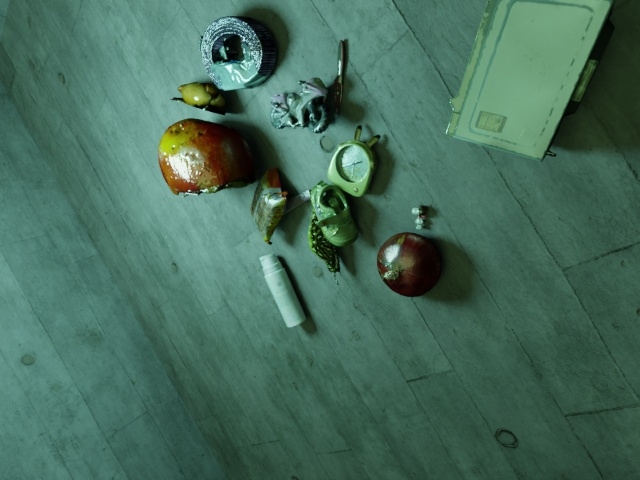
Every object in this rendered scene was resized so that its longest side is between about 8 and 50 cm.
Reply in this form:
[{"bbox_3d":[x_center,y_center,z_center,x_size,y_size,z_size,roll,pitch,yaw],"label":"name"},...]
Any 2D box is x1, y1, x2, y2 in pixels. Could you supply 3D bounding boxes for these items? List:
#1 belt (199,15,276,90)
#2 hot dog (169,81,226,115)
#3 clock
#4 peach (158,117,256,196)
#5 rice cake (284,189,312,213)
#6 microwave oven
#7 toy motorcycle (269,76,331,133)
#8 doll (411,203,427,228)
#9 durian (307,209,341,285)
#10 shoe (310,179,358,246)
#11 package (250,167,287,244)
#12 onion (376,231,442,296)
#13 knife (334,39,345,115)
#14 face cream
[{"bbox_3d":[-0.321,-0.723,1.554,0.325,0.122,0.259,8,117,31],"label":"belt"},{"bbox_3d":[-0.520,-0.621,1.697,0.326,0.194,0.107,24,107,29],"label":"hot dog"},{"bbox_3d":[0.131,-0.286,1.436,0.170,0.069,0.231,34,122,21],"label":"clock"},{"bbox_3d":[-0.471,-0.324,1.676,0.417,0.339,0.353,38,125,12],"label":"peach"},{"bbox_3d":[-0.104,-0.157,1.669,0.207,0.036,0.047,-23,77,39],"label":"rice cake"},{"bbox_3d":[0.521,-0.415,1.017,0.287,0.219,0.354,24,119,25],"label":"microwave oven"},{"bbox_3d":[-0.076,-0.497,1.468,0.327,0.143,0.187,22,111,44],"label":"toy motorcycle"},{"bbox_3d":[0.345,-0.081,1.381,0.058,0.040,0.085,-15,94,51],"label":"doll"},{"bbox_3d":[0.007,-0.001,1.589,0.107,0.132,0.374,-12,97,-5],"label":"durian"},{"bbox_3d":[0.045,-0.097,1.499,0.140,0.128,0.262,-26,88,-3],"label":"shoe"},{"bbox_3d":[-0.228,-0.150,1.694,0.288,0.109,0.223,-60,41,33],"label":"package"},{"bbox_3d":[0.307,0.092,1.408,0.249,0.161,0.247,9,125,13],"label":"onion"},{"bbox_3d":[0.064,-0.569,1.409,0.036,0.018,0.247,17,117,27],"label":"knife"},{"bbox_3d":[-0.176,0.221,1.822,0.102,0.102,0.345,-20,95,38],"label":"face cream"}]
